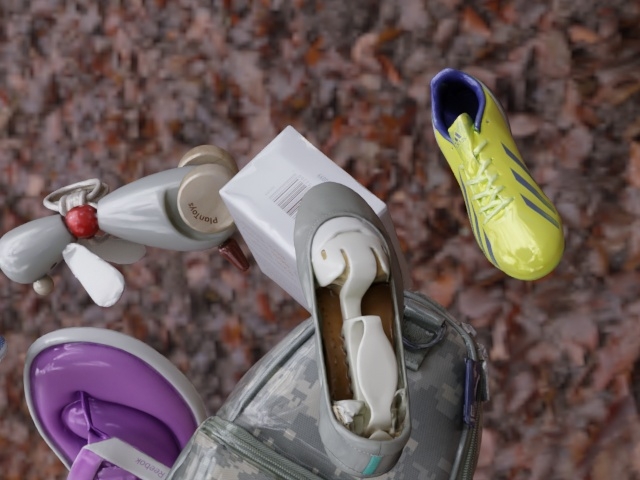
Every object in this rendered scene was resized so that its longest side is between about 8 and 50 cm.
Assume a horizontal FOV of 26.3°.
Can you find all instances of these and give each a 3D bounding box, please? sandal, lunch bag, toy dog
[{"bbox_3d":[-0.187,0.251,1.400,0.102,0.169,0.416,-95,-6,-48],"label":"sandal"},{"bbox_3d":[0.009,0.176,1.079,0.256,0.212,0.305,-60,-2,-13],"label":"lunch bag"},{"bbox_3d":[-0.223,0.003,1.737,0.333,0.220,0.161,-14,108,24],"label":"toy dog"}]

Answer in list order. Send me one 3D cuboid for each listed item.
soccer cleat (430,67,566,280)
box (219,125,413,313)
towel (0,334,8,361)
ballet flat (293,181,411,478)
[{"bbox_3d":[0.180,-0.074,1.482,0.093,0.121,0.289,-31,45,15],"label":"soccer cleat"},{"bbox_3d":[0.000,0.000,1.248,0.130,0.091,0.170,40,168,25],"label":"box"},{"bbox_3d":[-0.419,0.087,1.124,0.209,0.285,0.034,-46,37,-3],"label":"towel"},{"bbox_3d":[0.027,0.046,0.892,0.068,0.072,0.213,113,153,-62],"label":"ballet flat"}]
